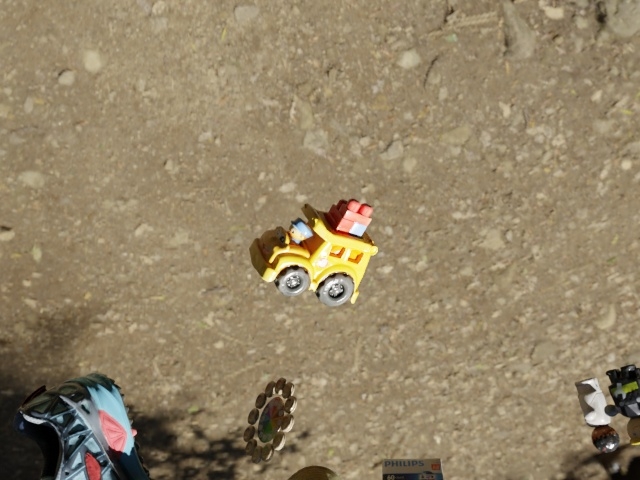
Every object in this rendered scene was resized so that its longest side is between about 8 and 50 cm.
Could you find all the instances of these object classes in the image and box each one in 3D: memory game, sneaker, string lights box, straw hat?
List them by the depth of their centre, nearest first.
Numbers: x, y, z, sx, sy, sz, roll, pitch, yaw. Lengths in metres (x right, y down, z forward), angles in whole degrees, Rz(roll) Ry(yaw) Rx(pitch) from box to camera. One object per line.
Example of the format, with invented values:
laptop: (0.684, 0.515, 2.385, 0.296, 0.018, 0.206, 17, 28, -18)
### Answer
sneaker: (-0.246, 0.272, 0.701, 0.125, 0.262, 0.104, -6, 146, -45)
straw hat: (0.004, 0.426, 1.079, 0.144, 0.144, 0.061, 9, 147, -21)
string lights box: (0.195, 0.578, 1.392, 0.133, 0.260, 0.077, -3, 121, 5)
memory game: (-0.108, 0.376, 1.415, 0.012, 0.186, 0.186, 29, 124, -26)

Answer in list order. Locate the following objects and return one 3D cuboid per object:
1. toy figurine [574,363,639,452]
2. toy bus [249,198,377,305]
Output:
toy figurine: (0.585, 0.298, 1.204, 0.209, 0.148, 0.213, -9, 161, -14)
toy bus: (0.000, 0.000, 1.314, 0.220, 0.149, 0.211, 15, 116, -29)
